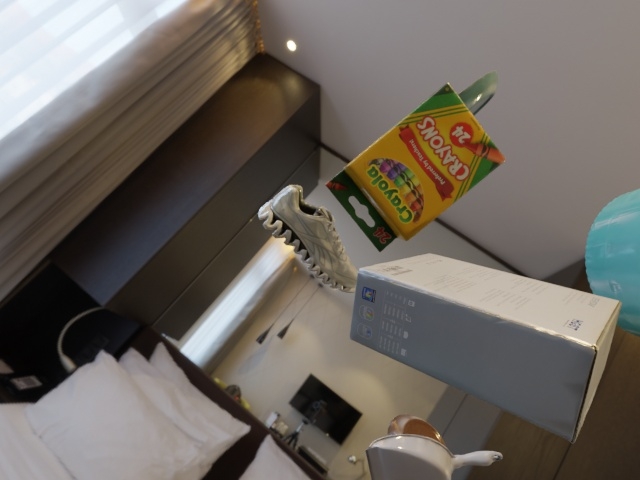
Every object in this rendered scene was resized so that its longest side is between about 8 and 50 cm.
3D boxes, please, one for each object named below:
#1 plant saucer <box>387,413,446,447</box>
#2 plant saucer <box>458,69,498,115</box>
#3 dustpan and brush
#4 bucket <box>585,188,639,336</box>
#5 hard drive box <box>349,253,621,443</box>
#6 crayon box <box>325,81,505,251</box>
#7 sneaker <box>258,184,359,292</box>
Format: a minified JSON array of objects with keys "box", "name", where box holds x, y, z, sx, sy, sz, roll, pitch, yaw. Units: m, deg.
[{"box":[0.268,0.548,1.067,0.198,0.198,0.036,38,-57,5],"name":"plant saucer"},{"box":[0.339,-0.310,1.066,0.044,0.317,0.317,52,-17,6],"name":"plant saucer"},{"box":[0.192,0.375,0.667,0.211,0.060,0.147,-8,-74,15],"name":"dustpan and brush"},{"box":[0.538,0.027,0.553,0.281,0.281,0.183,41,-9,-3],"name":"bucket"},{"box":[0.180,0.090,0.453,0.232,0.089,0.181,16,15,40],"name":"hard drive box"},{"box":[0.195,-0.143,0.851,0.202,0.318,0.081,50,0,-7],"name":"crayon box"},{"box":[0.000,0.000,0.901,0.292,0.118,0.110,43,17,-7],"name":"sneaker"}]
